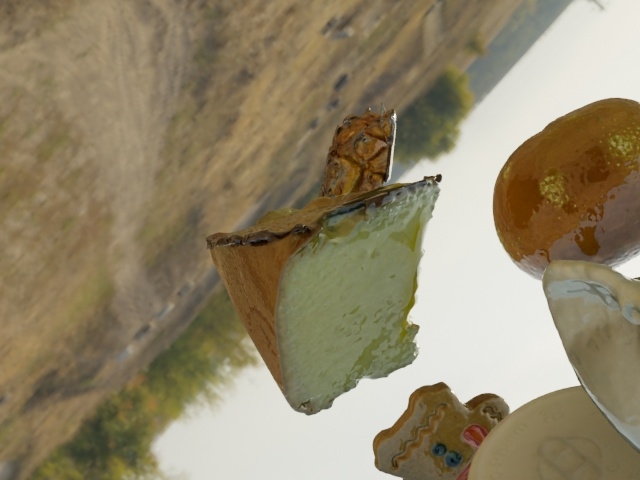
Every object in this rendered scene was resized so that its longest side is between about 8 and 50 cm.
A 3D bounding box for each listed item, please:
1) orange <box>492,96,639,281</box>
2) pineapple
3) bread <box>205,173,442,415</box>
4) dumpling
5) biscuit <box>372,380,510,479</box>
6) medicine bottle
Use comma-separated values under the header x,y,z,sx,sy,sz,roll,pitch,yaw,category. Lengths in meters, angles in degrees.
x,y,z,sx,sy,sz,roll,pitch,yaw,category
0.303,-0.056,1.212,0.237,0.179,0.158,-32,172,11,orange
0.035,-0.048,1.204,0.225,0.076,0.224,-170,-90,-88,pineapple
0.000,0.000,0.751,0.140,0.169,0.160,-20,146,-24,bread
0.237,0.078,0.650,0.151,0.229,0.124,-17,-135,58,dumpling
0.169,0.251,1.210,0.166,0.225,0.036,-50,-159,6,biscuit
0.261,0.299,0.952,0.190,0.332,0.190,-17,-147,12,medicine bottle
